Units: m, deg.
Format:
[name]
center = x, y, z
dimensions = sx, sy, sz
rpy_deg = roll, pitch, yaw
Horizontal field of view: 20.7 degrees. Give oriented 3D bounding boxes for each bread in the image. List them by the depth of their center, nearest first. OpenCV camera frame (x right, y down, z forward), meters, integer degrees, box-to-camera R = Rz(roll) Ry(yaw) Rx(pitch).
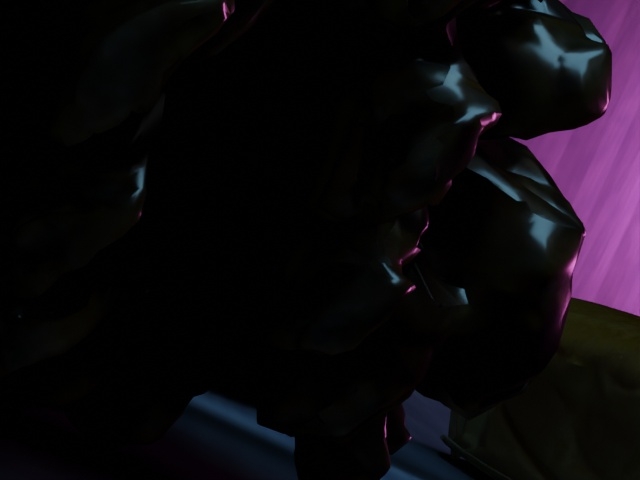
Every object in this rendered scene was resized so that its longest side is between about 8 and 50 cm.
[bread]
center = 0.163, 0.097, 0.808
dimensions = 0.136, 0.107, 0.241
rpy_deg = 21, 1, -24

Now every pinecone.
[pinecone]
center = -0.032, -0.060, 0.470
dimensions = 0.243, 0.243, 0.257
rpy_deg = 24, -13, 40

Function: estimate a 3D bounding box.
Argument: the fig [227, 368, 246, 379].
[fig]
center = -0.031, 0.003, 0.772
dimensions = 0.142, 0.148, 0.186
rpy_deg = 11, -43, 15
